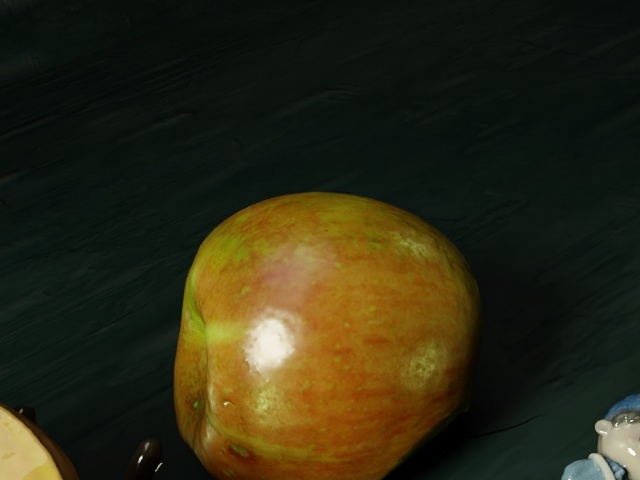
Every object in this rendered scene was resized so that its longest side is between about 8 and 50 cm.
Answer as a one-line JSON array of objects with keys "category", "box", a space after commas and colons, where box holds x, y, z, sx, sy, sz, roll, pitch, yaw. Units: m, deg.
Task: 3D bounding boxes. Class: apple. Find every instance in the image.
[{"category": "apple", "box": [0.009, 0.085, 0.813, 0.226, 0.246, 0.246, 0, 20, -17]}]

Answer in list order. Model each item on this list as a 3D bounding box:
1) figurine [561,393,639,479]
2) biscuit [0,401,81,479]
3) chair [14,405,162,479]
[{"category": "figurine", "box": [0.199, 0.161, 0.701, 0.136, 0.077, 0.079, -37, -5, -15]}, {"category": "biscuit", "box": [-0.279, 0.145, 0.546, 0.355, 0.052, 0.275, 29, 75, 20]}, {"category": "chair", "box": [-0.239, 0.254, 0.640, 0.160, 0.319, 0.186, 6, -14, 35]}]
